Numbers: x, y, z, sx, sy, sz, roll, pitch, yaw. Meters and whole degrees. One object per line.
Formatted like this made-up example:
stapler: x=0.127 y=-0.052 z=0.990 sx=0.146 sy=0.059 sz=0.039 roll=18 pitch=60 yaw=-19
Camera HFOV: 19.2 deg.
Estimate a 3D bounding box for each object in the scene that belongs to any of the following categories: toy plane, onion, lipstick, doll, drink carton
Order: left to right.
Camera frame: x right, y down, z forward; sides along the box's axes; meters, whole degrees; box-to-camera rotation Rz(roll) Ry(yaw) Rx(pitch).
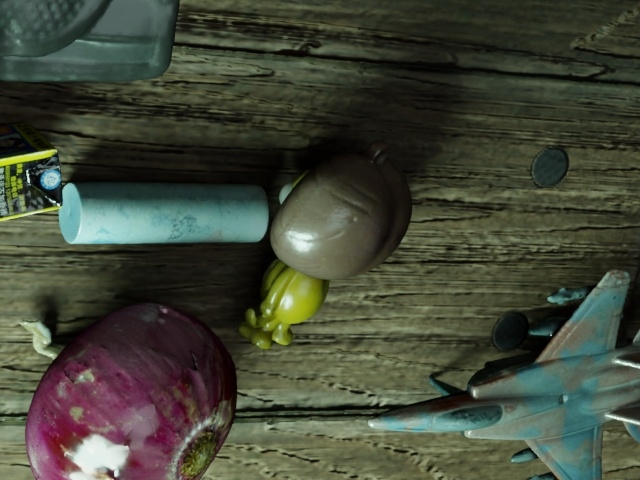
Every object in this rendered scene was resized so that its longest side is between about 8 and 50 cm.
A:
drink carton: x=-0.272 y=-0.038 z=1.338 sx=0.166 sy=0.071 sz=0.056 roll=-11 pitch=119 yaw=-24
onion: x=-0.145 y=0.131 z=1.436 sx=0.177 sy=0.153 sz=0.177 roll=-15 pitch=112 yaw=-41
lipstick: x=-0.118 y=-0.021 z=1.444 sx=0.158 sy=0.048 sz=0.048 roll=0 pitch=110 yaw=-29
doll: x=-0.005 y=0.001 z=1.483 sx=0.188 sy=0.096 sz=0.145 roll=-46 pitch=157 yaw=1
toy plane: x=0.177 y=0.132 z=1.639 sx=0.326 sy=0.104 sz=0.223 roll=-3 pitch=111 yaw=-23

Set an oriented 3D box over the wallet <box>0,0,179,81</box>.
wallet: x=-0.243 y=-0.217 z=1.271 sx=0.323 sy=0.041 sz=0.247 roll=2 pitch=112 yaw=-16
